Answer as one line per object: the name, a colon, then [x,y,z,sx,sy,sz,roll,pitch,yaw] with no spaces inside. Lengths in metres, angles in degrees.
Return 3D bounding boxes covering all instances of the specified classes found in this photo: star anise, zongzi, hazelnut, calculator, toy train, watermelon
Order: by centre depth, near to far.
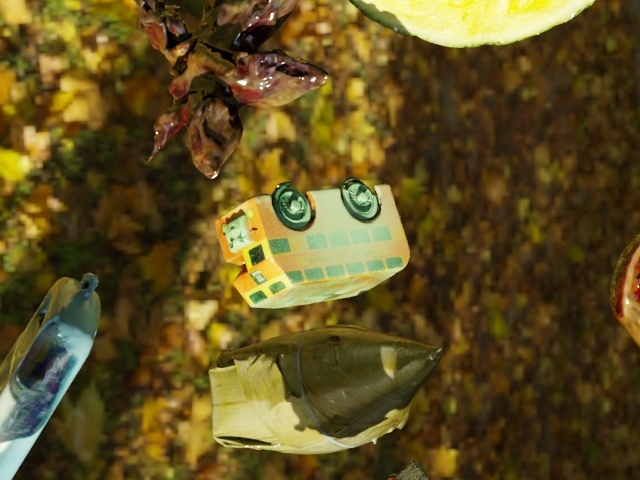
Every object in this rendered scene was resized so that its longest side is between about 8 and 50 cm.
star anise: [-0.058,-0.128,0.958,0.053,0.157,0.212,44,29,-46]
calculator: [-0.272,0.153,1.253,0.293,0.051,0.173,-57,-168,7]
toy train: [0.000,0.000,1.283,0.188,0.072,0.099,-6,71,-40]
watermelon: [0.165,-0.370,1.463,0.331,0.331,0.189,55,29,-52]
hazelnut: [0.434,0.070,1.676,0.202,0.160,0.170,36,56,-20]
zongzi: [0.085,0.171,1.822,0.323,0.360,0.159,-2,75,-52]

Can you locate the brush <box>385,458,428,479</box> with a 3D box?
brush: [0.059,0.276,1.299,0.090,0.017,0.314,50,23,8]
